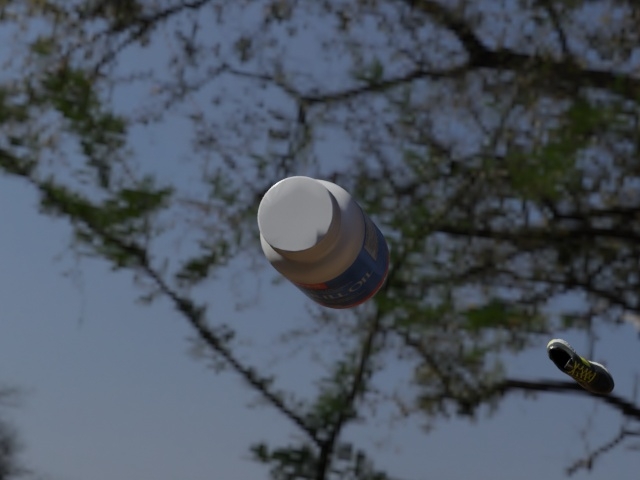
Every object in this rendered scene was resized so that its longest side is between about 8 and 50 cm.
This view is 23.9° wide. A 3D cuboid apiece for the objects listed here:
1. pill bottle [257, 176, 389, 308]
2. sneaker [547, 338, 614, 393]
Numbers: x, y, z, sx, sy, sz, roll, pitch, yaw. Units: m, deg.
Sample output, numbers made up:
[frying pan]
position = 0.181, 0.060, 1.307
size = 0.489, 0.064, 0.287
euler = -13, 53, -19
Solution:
[pill bottle]
position = 0.000, 0.000, 1.789
size = 0.124, 0.124, 0.221
euler = 3, -14, 18
[sneaker]
position = 0.272, 0.137, 1.604
size = 0.083, 0.031, 0.035
euler = 34, 16, 16
